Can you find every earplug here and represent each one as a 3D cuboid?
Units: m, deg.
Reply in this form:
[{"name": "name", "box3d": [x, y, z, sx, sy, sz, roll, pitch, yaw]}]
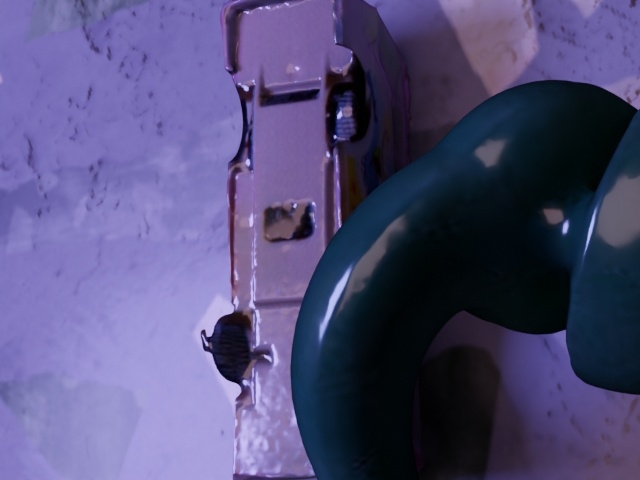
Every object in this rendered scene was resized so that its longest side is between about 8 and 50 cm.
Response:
[{"name": "earplug", "box3d": [0.140, 0.028, 0.698, 0.280, 0.164, 0.257, 13, 57, 24]}]

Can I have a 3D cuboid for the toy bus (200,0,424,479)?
[{"name": "toy bus", "box3d": [0.001, 0.000, 0.836, 0.090, 0.112, 0.274, -7, 77, 28]}]
